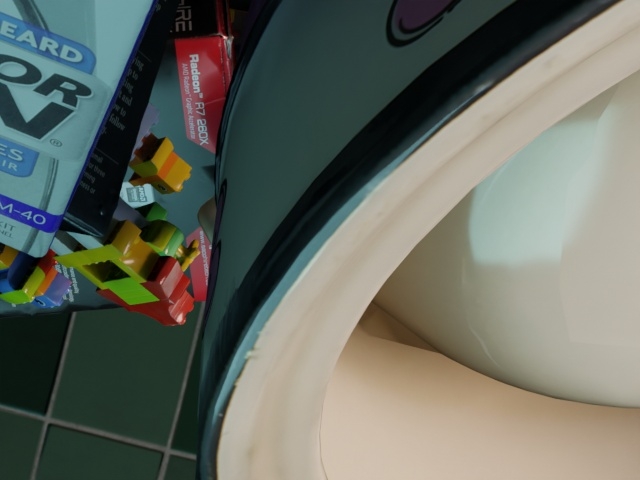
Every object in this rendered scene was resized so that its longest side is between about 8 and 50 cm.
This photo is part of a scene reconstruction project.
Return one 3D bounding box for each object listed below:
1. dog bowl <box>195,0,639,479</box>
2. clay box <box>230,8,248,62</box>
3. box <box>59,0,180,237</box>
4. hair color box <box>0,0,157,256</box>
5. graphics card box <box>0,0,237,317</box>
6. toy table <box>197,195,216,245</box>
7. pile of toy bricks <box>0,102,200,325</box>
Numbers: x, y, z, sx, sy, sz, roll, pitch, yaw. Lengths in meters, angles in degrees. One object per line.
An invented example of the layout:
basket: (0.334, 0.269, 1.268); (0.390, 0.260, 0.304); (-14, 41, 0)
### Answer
dog bowl: (0.151, -0.019, 0.494); (0.408, 0.150, 0.408); (-10, 143, -8)
clay box: (-0.057, -0.120, 1.114); (0.222, 0.053, 0.127); (13, 172, 10)
box: (-0.150, -0.121, 0.698); (0.153, 0.207, 0.108); (9, 167, 25)
hair color box: (-0.115, -0.136, 0.439); (0.185, 0.110, 0.339); (23, 148, -8)
graphics card box: (-0.232, -0.052, 0.993); (0.371, 0.094, 0.233); (-6, 138, -2)
toy table: (0.066, -0.045, 0.862); (0.252, 0.274, 0.161); (46, 171, 20)
pile of toy bricks: (-0.114, -0.002, 0.854); (0.105, 0.118, 0.212); (42, 153, -24)
